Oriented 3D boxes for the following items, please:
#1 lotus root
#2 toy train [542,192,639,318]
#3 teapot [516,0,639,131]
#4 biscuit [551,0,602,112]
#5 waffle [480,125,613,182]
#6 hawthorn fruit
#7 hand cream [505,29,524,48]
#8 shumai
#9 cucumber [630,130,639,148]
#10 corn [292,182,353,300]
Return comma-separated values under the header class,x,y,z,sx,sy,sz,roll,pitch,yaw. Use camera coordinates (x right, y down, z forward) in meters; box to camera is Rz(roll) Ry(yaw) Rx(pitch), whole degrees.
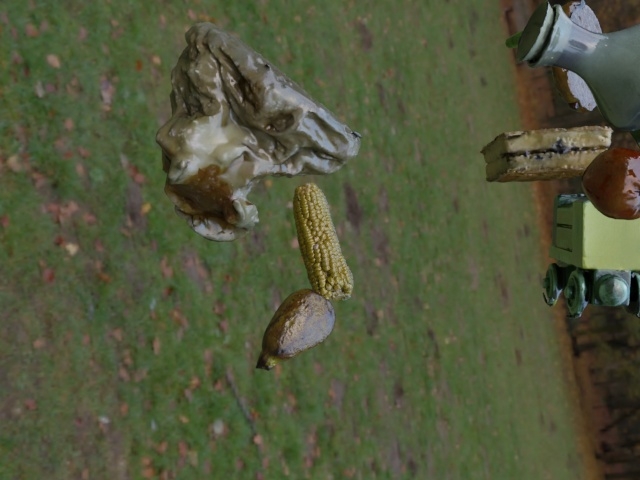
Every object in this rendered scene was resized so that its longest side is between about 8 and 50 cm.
class,x,y,z,sx,sy,sz,roll,pitch,yaw
lotus root,-0.049,0.170,1.631,0.108,0.094,0.191,43,56,4
toy train,0.571,0.027,1.840,0.397,0.160,0.253,-45,135,-86
teapot,0.450,-0.291,1.397,0.183,0.251,0.183,-159,-90,-84
biscuit,0.672,-0.481,2.296,0.296,0.075,0.295,1,89,-50
waffle,0.448,-0.171,1.769,0.308,0.213,0.091,-2,90,-87
hawthorn fruit,0.470,-0.088,1.351,0.128,0.128,0.128,-11,90,-73
hand cream,0.370,-0.369,1.582,0.122,0.023,0.036,-168,-109,-77
shumai,-0.134,-0.144,1.262,0.314,0.262,0.267,44,9,27
cucumber,0.693,-0.219,1.728,0.145,0.105,0.325,12,47,-33
corn,0.000,0.000,1.970,0.101,0.101,0.291,40,33,-64
